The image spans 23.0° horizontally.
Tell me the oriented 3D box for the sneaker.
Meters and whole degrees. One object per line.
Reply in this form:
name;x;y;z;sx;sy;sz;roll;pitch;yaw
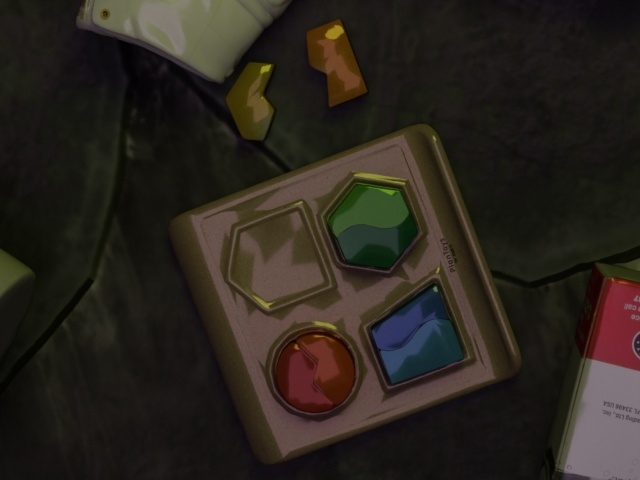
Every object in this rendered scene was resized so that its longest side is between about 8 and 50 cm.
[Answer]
sneaker;-0.154;-0.243;1.180;0.292;0.108;0.169;38;95;0

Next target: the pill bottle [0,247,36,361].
pill bottle;-0.426;-0.002;1.173;0.392;0.224;0.224;32;98;3

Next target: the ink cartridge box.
ink cartridge box;0.268;0.174;1.169;0.197;0.114;0.273;14;96;4

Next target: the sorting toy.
sorting toy;0.000;0.000;1.219;0.229;0.041;0.307;-21;93;7
